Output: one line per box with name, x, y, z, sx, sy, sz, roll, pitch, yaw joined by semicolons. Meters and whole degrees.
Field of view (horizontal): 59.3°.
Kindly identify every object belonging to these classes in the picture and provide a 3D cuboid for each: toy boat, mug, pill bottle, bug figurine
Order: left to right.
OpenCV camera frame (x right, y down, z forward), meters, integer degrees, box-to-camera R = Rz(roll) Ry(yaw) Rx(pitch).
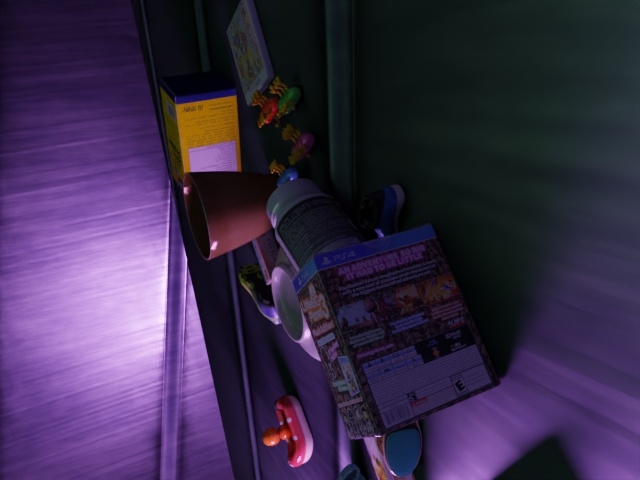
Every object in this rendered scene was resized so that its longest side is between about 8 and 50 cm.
toy boat;-0.123;0.650;1.901;0.231;0.151;0.151;68;156;17
bug figurine;-0.086;-0.256;1.366;0.216;0.072;0.279;-35;67;59
pill bottle;0.000;0.000;1.211;0.283;0.161;0.161;56;151;38
mug;0.075;0.703;1.550;0.157;0.097;0.129;69;156;14

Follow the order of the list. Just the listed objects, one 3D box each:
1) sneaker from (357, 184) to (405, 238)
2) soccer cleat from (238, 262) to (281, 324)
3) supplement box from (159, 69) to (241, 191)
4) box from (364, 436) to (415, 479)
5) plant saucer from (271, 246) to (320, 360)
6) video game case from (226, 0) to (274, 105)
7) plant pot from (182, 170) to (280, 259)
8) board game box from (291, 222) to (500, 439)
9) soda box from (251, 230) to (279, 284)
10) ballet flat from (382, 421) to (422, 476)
sneaker;0.104;-0.031;1.052;0.058;0.085;0.152;54;149;40
soccer cleat;-0.197;0.174;1.860;0.289;0.093;0.121;44;149;52
supplement box;-0.388;-0.346;1.842;0.195;0.194;0.356;48;145;47
box;0.143;0.461;1.289;0.063;0.067;0.324;-44;62;63
plant saucer;-0.045;0.156;1.490;0.400;0.100;0.400;45;143;49
video game case;-0.192;-0.506;1.515;0.206;0.026;0.227;-21;85;67
plant pot;-0.218;-0.093;1.532;0.237;0.254;0.237;44;142;49
board game box;0.117;0.149;0.944;0.291;0.232;0.141;70;157;14
soda box;-0.163;0.041;1.741;0.183;0.058;0.063;70;157;14
ballet flat;0.166;0.378;1.189;0.086;0.086;0.248;32;131;58
